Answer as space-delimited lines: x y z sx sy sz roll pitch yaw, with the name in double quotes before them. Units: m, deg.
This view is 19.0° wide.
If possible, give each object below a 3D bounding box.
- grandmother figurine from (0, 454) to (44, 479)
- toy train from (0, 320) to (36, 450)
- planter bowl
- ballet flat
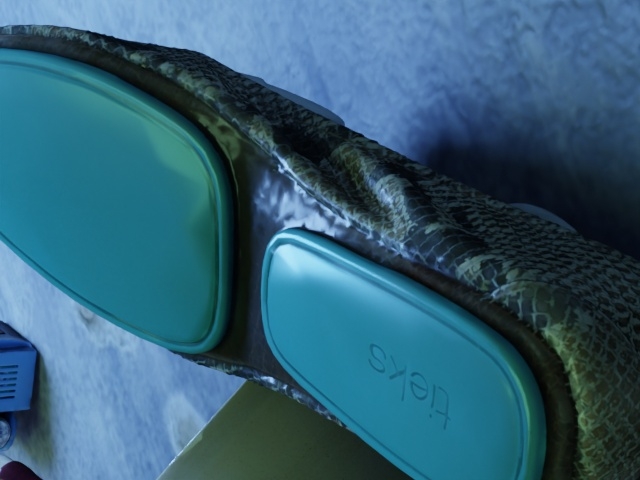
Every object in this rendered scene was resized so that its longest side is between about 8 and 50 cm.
"grandmother figurine" -0.207 0.244 1.457 0.342 0.104 0.208 -7 121 53
"toy train" -0.299 0.104 1.564 0.184 0.080 0.105 30 114 51
"planter bowl" -0.010 0.128 1.097 0.109 0.162 0.162 44 139 4
"ballet flat" 0.000 0.000 0.996 0.483 0.182 0.164 27 122 38
